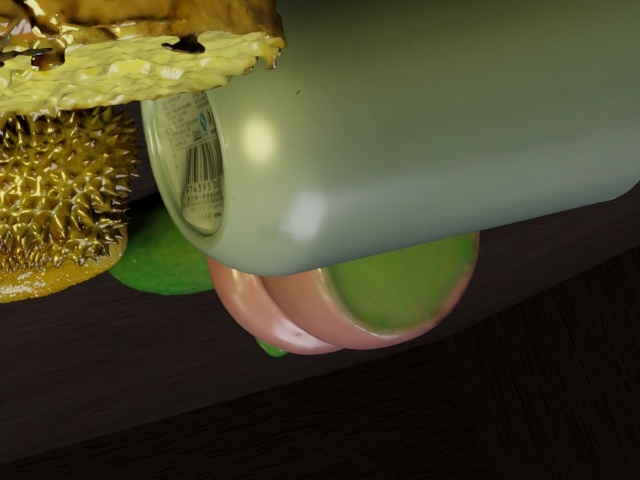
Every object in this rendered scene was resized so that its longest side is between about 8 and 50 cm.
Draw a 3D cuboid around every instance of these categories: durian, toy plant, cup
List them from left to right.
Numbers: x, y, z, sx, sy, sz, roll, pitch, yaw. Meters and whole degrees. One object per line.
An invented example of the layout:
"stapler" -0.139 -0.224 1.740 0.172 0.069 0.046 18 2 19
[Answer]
"durian" -0.200 -0.038 1.039 0.168 0.137 0.158 -18 160 -6
"toy plant" 0.002 -0.004 1.431 0.317 0.211 0.356 -17 -178 -30
"cup" 0.050 -0.096 1.022 0.312 0.205 0.205 -14 168 -25

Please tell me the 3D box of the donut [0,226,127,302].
"donut" -0.251 0.004 1.318 0.190 0.075 0.174 -20 170 0

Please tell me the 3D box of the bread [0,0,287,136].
"bread" -0.156 -0.123 0.670 0.260 0.147 0.160 -11 176 -17
